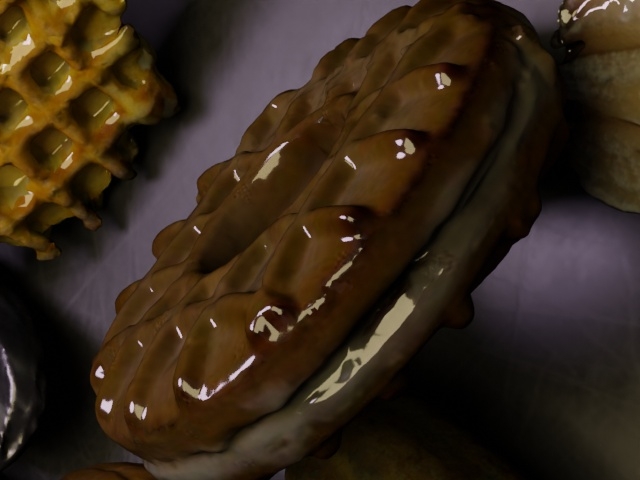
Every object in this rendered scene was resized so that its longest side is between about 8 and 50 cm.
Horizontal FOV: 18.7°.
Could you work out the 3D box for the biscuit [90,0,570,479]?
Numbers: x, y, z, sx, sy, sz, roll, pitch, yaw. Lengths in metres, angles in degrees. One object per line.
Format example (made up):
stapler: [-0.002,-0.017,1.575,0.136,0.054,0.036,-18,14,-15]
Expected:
biscuit: [0.000,0.000,1.083,0.103,0.332,0.332,40,116,-16]

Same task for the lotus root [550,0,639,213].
lotus root: [0.285,-0.081,1.028,0.329,0.078,0.167,12,117,32]

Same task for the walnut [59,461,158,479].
walnut: [-0.107,0.233,1.212,0.207,0.167,0.167,45,111,29]

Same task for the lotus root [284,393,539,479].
lotus root: [0.079,0.175,1.117,0.241,0.124,0.123,34,107,29]

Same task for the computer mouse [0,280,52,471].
computer mouse: [-0.251,0.082,1.364,0.217,0.073,0.122,36,105,35]

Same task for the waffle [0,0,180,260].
waffle: [-0.258,-0.096,1.250,0.329,0.329,0.062,-53,35,20]
